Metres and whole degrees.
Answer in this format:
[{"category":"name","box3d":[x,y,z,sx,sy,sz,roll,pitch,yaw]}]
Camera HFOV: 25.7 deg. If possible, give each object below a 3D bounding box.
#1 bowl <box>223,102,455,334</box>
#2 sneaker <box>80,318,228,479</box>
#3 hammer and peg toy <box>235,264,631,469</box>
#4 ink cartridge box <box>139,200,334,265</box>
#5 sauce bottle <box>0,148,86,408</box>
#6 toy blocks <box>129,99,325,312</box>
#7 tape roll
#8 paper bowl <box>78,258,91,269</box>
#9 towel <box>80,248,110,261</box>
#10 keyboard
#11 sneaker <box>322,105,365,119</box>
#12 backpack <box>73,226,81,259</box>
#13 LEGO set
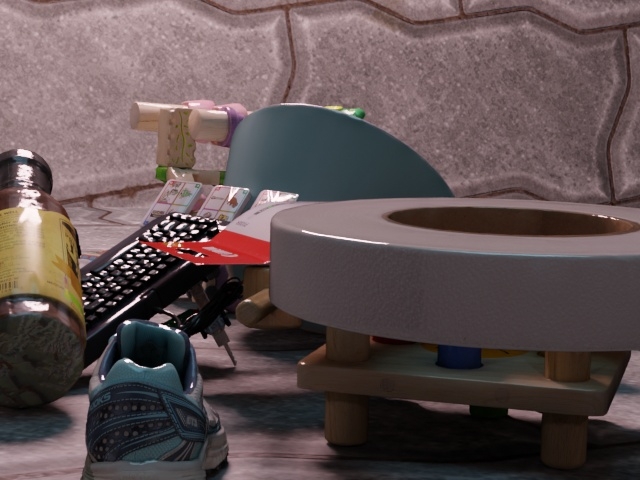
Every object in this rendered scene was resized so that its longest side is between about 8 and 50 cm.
[{"category":"bowl","box3d":[0.000,0.000,1.692,0.312,0.163,0.311,19,-31,12]},{"category":"sneaker","box3d":[-0.118,0.115,1.041,0.110,0.122,0.283,2,6,-7]},{"category":"hammer and peg toy","box3d":[0.081,0.103,1.233,0.361,0.127,0.266,4,8,16]},{"category":"ink cartridge box","box3d":[-0.046,-0.010,1.403,0.225,0.056,0.181,2,5,-25]},{"category":"sauce bottle","box3d":[-0.290,0.019,1.365,0.111,0.111,0.344,1,33,-13]},{"category":"toy blocks","box3d":[-0.105,-0.056,1.995,0.260,0.288,0.309,2,4,-29]},{"category":"tape roll","box3d":[0.151,0.018,1.131,0.392,0.072,0.392,2,7,0]},{"category":"paper bowl","box3d":[-0.392,0.043,1.570,0.284,0.148,0.284,2,7,0]},{"category":"towel","box3d":[-0.170,0.031,2.305,0.370,0.040,0.271,4,5,20]},{"category":"keyboard","box3d":[-0.184,0.058,1.428,0.202,0.033,0.317,16,37,31]},{"category":"sneaker","box3d":[0.056,-0.048,1.968,0.124,0.295,0.109,-14,15,18]},{"category":"backpack","box3d":[-0.395,0.024,1.813,0.115,0.151,0.182,1,-2,37]},{"category":"LEGO set","box3d":[-0.143,0.041,1.558,0.183,0.060,0.244,7,51,29]}]
